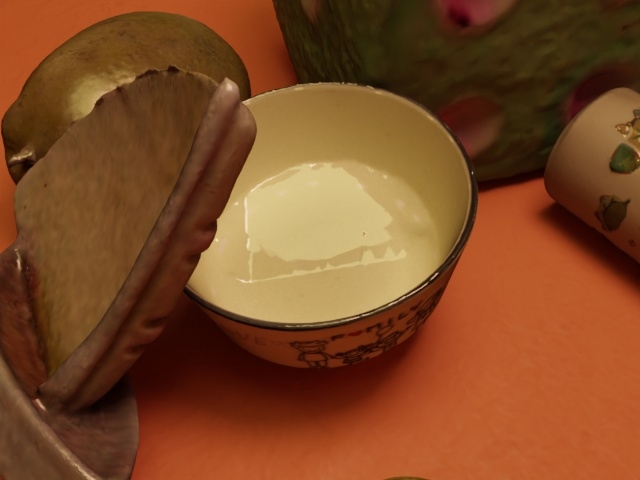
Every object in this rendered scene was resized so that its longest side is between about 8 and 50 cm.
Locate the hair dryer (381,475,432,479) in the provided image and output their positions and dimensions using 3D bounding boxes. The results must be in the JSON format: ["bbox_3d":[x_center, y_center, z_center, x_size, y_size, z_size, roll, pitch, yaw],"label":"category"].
[{"bbox_3d":[0.009,0.266,0.494,0.090,0.135,0.278,20,58,19],"label":"hair dryer"}]

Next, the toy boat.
[{"bbox_3d":[-0.152,0.017,0.648,0.111,0.293,0.276,22,5,-37],"label":"toy boat"}]

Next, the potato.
[{"bbox_3d":[-0.172,-0.109,0.836,0.174,0.159,0.251,-1,26,35],"label":"potato"}]

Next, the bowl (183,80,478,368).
[{"bbox_3d":[0.000,0.000,0.733,0.238,0.126,0.237,-4,53,5],"label":"bowl"}]

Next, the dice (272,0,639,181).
[{"bbox_3d":[0.139,-0.266,0.875,0.330,0.322,0.318,-15,48,-13],"label":"dice"}]

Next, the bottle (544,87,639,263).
[{"bbox_3d":[0.311,-0.015,0.775,0.120,0.120,0.253,-29,54,-26],"label":"bottle"}]
